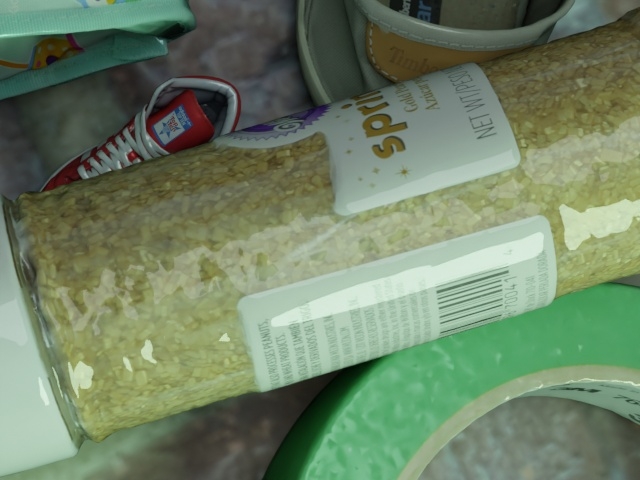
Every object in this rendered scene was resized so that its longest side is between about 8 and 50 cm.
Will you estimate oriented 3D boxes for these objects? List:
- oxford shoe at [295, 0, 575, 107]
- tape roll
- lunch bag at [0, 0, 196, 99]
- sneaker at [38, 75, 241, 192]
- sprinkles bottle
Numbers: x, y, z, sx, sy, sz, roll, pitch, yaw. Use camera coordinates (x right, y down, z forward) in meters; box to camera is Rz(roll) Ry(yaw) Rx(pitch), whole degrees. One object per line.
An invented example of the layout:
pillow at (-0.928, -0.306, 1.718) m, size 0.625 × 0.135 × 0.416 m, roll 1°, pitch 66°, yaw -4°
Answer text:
oxford shoe at (0.068, -0.265, 0.969) m, size 0.169 × 0.130 × 0.449 m, roll 6°, pitch 77°, yaw -13°
tape roll at (0.121, 0.182, 0.930) m, size 0.321 × 0.077 × 0.321 m, roll 3°, pitch 79°, yaw -16°
lunch bag at (-0.200, -0.166, 0.856) m, size 0.262 × 0.160 × 0.223 m, roll -14°, pitch 84°, yaw -19°
sneaker at (-0.087, -0.037, 0.914) m, size 0.118 × 0.067 × 0.042 m, roll -39°, pitch 92°, yaw -19°
sprinkles bottle at (0.000, 0.000, 0.863) m, size 0.355 × 0.121 × 0.121 m, roll -16°, pitch 85°, yaw -5°
